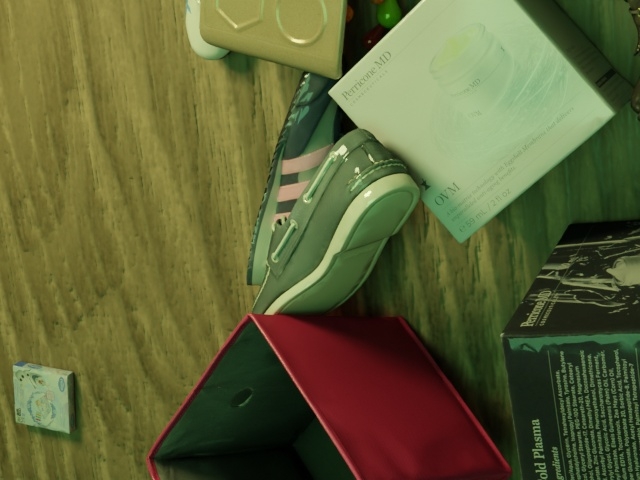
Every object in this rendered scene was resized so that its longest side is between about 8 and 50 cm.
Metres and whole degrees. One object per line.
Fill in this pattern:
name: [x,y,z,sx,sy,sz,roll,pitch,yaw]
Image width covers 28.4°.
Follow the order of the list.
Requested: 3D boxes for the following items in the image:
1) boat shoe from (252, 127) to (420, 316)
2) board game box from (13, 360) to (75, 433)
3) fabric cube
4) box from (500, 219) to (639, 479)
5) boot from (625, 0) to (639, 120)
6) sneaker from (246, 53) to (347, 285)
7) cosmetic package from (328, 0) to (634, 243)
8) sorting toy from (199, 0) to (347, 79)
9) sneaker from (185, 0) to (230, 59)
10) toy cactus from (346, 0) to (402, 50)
boat shoe: [0.000,0.000,1.415,0.099,0.116,0.319,60,140,21]
board game box: [-0.390,0.222,1.790,0.090,0.020,0.090,9,109,21]
fabric cube: [0.005,0.258,1.457,0.259,0.258,0.254,-54,55,26]
box: [0.376,0.104,1.251,0.313,0.343,0.178,-5,106,23]
boot: [0.297,-0.271,1.299,0.229,0.091,0.263,22,92,16]
sneaker: [0.006,-0.077,1.495,0.131,0.112,0.319,16,117,0]
cosmetic package: [0.174,-0.161,1.367,0.224,0.138,0.224,-43,86,28]
sorting toy: [-0.047,-0.292,1.370,0.193,0.038,0.208,19,122,29]
sneaker: [-0.117,-0.321,1.466,0.085,0.086,0.237,21,115,13]
toy cactus: [0.038,-0.337,1.402,0.180,0.112,0.219,-41,86,9]
